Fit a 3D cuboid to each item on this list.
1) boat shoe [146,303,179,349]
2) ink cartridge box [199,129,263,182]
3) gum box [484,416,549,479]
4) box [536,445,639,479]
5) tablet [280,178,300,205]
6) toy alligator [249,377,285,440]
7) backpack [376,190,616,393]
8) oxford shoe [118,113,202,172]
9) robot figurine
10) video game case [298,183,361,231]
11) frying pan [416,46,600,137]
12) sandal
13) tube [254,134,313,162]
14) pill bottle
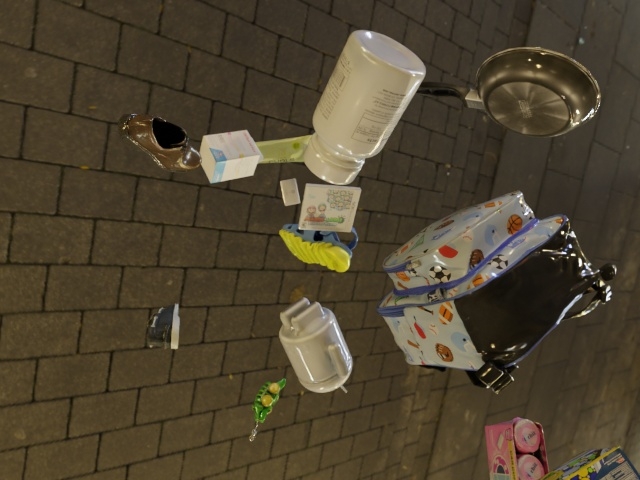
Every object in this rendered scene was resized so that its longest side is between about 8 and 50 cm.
[{"bbox_3d":[-0.479,0.253,1.527,0.091,0.302,0.114,5,88,-18],"label":"boat shoe"},{"bbox_3d":[-0.232,-0.222,1.327,0.143,0.092,0.090,-15,154,-31],"label":"ink cartridge box"},{"bbox_3d":[0.359,0.422,0.914,0.062,0.107,0.188,4,67,-8],"label":"gum box"},{"bbox_3d":[0.177,0.232,0.404,0.169,0.054,0.059,-24,157,-11],"label":"box"},{"bbox_3d":[-0.099,-0.159,1.657,0.054,0.006,0.083,-13,95,-19],"label":"tablet"},{"bbox_3d":[-0.153,0.427,1.307,0.056,0.051,0.189,98,19,-44],"label":"toy alligator"},{"bbox_3d":[0.204,0.070,0.706,0.277,0.263,0.213,-24,81,-30],"label":"backpack"},{"bbox_3d":[-0.313,-0.198,1.071,0.227,0.096,0.082,24,68,-67],"label":"oxford shoe"},{"bbox_3d":[-0.013,0.370,1.720,0.200,0.300,0.353,-32,113,-24],"label":"robot figurine"},{"bbox_3d":[0.024,-0.090,1.424,0.157,0.019,0.143,3,124,-14],"label":"video game case"},{"bbox_3d":[0.290,-0.256,0.845,0.053,0.326,0.197,-63,162,-16],"label":"frying pan"},{"bbox_3d":[0.000,0.000,1.586,0.138,0.317,0.126,-50,134,-22],"label":"sandal"},{"bbox_3d":[-0.137,-0.264,1.492,0.240,0.070,0.062,-4,84,-2],"label":"tube"},{"bbox_3d":[0.061,-0.210,0.830,0.131,0.131,0.229,-9,142,-39],"label":"pill bottle"}]
